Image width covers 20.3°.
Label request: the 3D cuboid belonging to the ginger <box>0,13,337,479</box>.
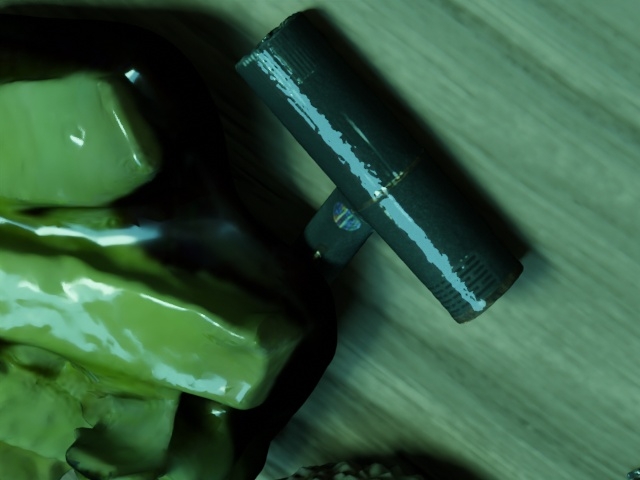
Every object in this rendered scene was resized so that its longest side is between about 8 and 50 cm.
[{"bbox_3d":[-0.194,0.074,0.983,0.413,0.211,0.358,-21,111,49],"label":"ginger"}]

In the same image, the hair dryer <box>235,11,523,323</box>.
[{"bbox_3d":[-0.012,-0.009,0.938,0.173,0.050,0.195,51,138,-6],"label":"hair dryer"}]

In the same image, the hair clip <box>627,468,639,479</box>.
[{"bbox_3d":[0.253,0.153,0.885,0.220,0.054,0.140,5,118,27],"label":"hair clip"}]

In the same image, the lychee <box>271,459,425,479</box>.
[{"bbox_3d":[0.005,0.208,1.001,0.197,0.165,0.165,-15,116,16],"label":"lychee"}]
